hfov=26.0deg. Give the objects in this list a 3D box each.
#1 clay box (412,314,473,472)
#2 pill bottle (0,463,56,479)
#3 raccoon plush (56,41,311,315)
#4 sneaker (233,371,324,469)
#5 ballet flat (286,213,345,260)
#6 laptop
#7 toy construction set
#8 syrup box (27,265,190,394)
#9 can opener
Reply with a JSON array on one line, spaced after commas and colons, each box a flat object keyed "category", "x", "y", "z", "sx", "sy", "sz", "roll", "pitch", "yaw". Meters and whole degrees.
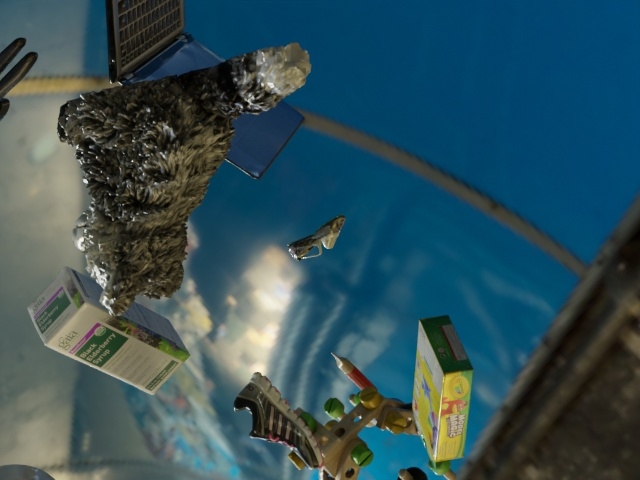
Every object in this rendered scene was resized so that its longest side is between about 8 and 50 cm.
[{"category": "clay box", "x": 0.186, "y": 0.240, "z": 2.140, "sx": 0.053, "sy": 0.127, "sz": 0.222, "roll": -9, "pitch": -50, "yaw": -11}, {"category": "pill bottle", "x": -0.356, "y": 0.390, "z": 1.606, "sx": 0.161, "sy": 0.283, "sz": 0.161, "roll": -5, "pitch": -65, "yaw": -12}, {"category": "raccoon plush", "x": -0.187, "y": -0.067, "z": 1.843, "sx": 0.216, "sy": 0.299, "sz": 0.446, "roll": -12, "pitch": 1, "yaw": -39}, {"category": "sneaker", "x": -0.065, "y": 0.278, "z": 2.038, "sx": 0.075, "sy": 0.170, "sz": 0.063, "roll": -39, "pitch": -5, "yaw": -11}, {"category": "ballet flat", "x": 0.000, "y": 0.000, "z": 2.132, "sx": 0.114, "sy": 0.041, "sz": 0.041, "roll": -30, "pitch": -11, "yaw": 30}, {"category": "laptop", "x": -0.177, "y": -0.350, "z": 2.254, "sx": 0.382, "sy": 0.236, "sz": 0.407, "roll": -62, "pitch": -26, "yaw": -68}, {"category": "toy construction set", "x": 0.050, "y": 0.318, "z": 2.472, "sx": 0.257, "sy": 0.309, "sz": 0.237, "roll": -33, "pitch": -53, "yaw": 13}, {"category": "syrup box", "x": -0.320, "y": 0.139, "z": 2.103, "sx": 0.093, "sy": 0.096, "sz": 0.237, "roll": -46, "pitch": -43, "yaw": 10}, {"category": "can opener", "x": -0.442, "y": -0.207, "z": 1.870, "sx": 0.186, "sy": 0.059, "sz": 0.073, "roll": -47, "pitch": 3, "yaw": 35}]
